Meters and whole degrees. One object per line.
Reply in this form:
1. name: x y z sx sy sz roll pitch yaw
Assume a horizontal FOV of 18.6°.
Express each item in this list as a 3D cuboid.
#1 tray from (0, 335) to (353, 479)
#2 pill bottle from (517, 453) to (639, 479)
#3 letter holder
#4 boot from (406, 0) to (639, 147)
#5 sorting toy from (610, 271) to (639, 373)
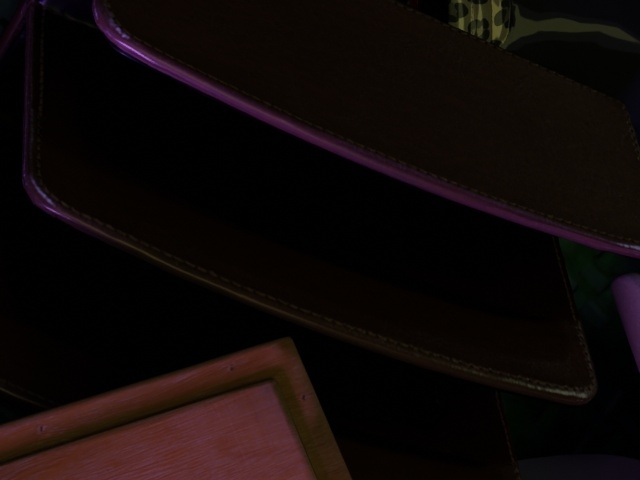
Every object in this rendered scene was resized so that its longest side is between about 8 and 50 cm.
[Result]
1. tray: -0.160 0.187 0.675 0.411 0.076 0.202 -16 73 -25
2. pill bottle: 0.142 0.312 1.029 0.210 0.210 0.363 -19 102 -23
3. letter holder: 0.000 0.000 0.904 0.302 0.214 0.152 21 127 -24
4. boot: 0.138 -0.069 1.070 0.179 0.085 0.236 -6 97 -21
5. sorting toy: 0.231 0.174 1.006 0.041 0.229 0.307 -21 72 13
